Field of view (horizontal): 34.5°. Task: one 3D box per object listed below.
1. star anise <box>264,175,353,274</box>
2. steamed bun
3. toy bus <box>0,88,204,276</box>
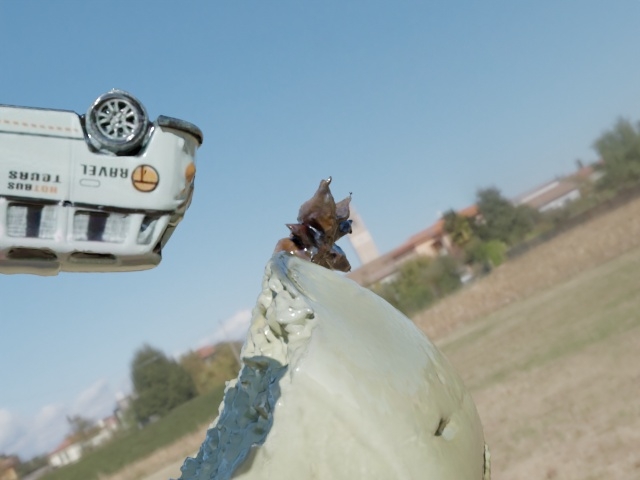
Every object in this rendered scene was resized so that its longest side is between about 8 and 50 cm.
[{"bbox_3d":[0.002,0.007,1.000,0.124,0.056,0.129,-59,-30,-8],"label":"star anise"},{"bbox_3d":[0.001,0.153,0.748,0.274,0.272,0.290,13,23,2],"label":"steamed bun"},{"bbox_3d":[-0.156,-0.028,0.498,0.194,0.089,0.087,4,-7,-15],"label":"toy bus"}]
